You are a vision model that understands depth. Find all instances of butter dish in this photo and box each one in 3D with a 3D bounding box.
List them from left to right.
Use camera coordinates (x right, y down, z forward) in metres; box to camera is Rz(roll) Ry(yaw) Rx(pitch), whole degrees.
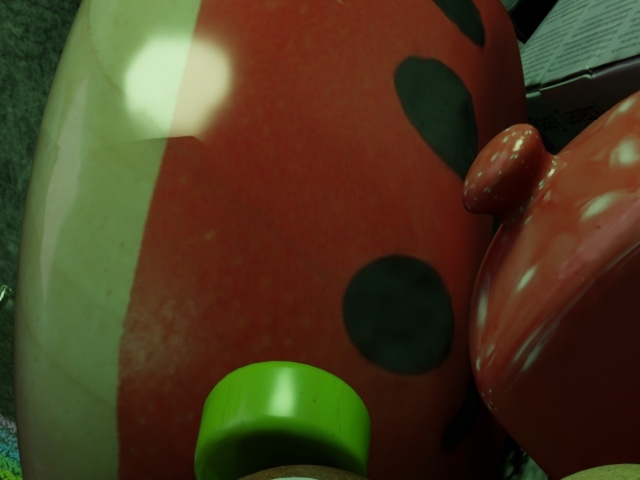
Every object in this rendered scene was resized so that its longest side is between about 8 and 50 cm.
[{"bbox_3d":[0.100,0.007,0.568,0.160,0.118,0.160,-47,11,24],"label":"butter dish"}]

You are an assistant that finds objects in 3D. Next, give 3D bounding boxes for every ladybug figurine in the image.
[{"bbox_3d":[0.000,0.000,0.720,0.161,0.305,0.449,-4,36,14],"label":"ladybug figurine"}]

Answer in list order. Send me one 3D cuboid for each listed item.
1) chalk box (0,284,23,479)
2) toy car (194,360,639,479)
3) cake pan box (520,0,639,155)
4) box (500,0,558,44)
[{"bbox_3d":[-0.169,0.206,0.808,0.179,0.180,0.289,-34,30,44],"label":"chalk box"},{"bbox_3d":[0.059,0.095,0.429,0.188,0.149,0.155,-32,31,31],"label":"toy car"},{"bbox_3d":[0.204,-0.152,0.809,0.246,0.070,0.267,-52,10,-10],"label":"cake pan box"},{"bbox_3d":[0.195,-0.265,1.023,0.307,0.076,0.242,-51,-8,8],"label":"box"}]
